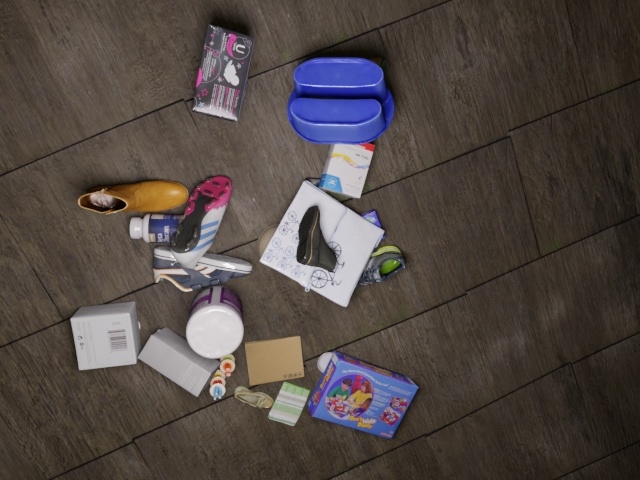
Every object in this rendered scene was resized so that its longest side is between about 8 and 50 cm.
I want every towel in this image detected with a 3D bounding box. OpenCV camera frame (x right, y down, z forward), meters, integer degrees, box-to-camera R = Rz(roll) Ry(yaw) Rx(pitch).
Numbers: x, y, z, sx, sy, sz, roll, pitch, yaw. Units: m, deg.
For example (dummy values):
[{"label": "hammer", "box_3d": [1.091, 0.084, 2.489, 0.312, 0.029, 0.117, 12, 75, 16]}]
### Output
[{"label": "towel", "box_3d": [-0.116, 0.606, 1.855, 0.113, 0.023, 0.151, 23, 95, -16]}]

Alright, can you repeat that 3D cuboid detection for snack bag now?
[{"label": "snack bag", "box_3d": [0.016, 0.017, 1.647, 0.343, 0.037, 0.322, 32, 72, -13]}]

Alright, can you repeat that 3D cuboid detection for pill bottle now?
[{"label": "pill bottle", "box_3d": [-0.332, 0.242, 1.590, 0.170, 0.301, 0.169, -2, 102, -9]}, {"label": "pill bottle", "box_3d": [-0.517, -0.038, 1.604, 0.170, 0.094, 0.094, 1, 102, -8]}]

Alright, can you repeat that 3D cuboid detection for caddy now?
[{"label": "caddy", "box_3d": [0.059, -0.429, 1.565, 0.342, 0.179, 0.241, 4, 80, 8]}]

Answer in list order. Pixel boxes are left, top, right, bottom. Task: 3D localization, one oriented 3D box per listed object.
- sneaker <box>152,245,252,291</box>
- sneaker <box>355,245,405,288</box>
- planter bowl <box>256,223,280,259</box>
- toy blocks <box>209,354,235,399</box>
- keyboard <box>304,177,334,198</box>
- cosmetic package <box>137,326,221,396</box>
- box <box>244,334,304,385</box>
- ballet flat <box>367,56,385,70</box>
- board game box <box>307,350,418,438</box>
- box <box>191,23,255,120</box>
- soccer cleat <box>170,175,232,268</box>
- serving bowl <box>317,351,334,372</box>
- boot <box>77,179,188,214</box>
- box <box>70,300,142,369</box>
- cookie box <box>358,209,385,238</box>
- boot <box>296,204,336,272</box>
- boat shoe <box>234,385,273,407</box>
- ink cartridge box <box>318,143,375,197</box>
[{"label": "sneaker", "box_3d": [-0.389, 0.104, 1.645, 0.322, 0.126, 0.127, 9, 96, -1]}, {"label": "sneaker", "box_3d": [0.161, 0.110, 1.745, 0.300, 0.121, 0.111, -27, 105, -4]}, {"label": "planter bowl", "box_3d": [-0.132, 0.030, 1.682, 0.162, 0.109, 0.161, -2, 102, -9]}, {"label": "toy blocks", "box_3d": [-0.337, 0.472, 1.718, 0.054, 0.148, 0.123, 29, 96, -15]}, {"label": "keyboard", "box_3d": [-0.008, -0.123, 1.718, 0.108, 0.023, 0.180, 4, 102, -5]}, {"label": "cosmetic package", "box_3d": [-0.466, 0.399, 1.661, 0.238, 0.127, 0.107, 30, 96, 5]}, {"label": "box", "box_3d": [-0.165, 0.433, 1.806, 0.202, 0.021, 0.164, -7, 103, -8]}, {"label": "ballet flat", "box_3d": [0.160, -0.502, 1.654, 0.067, 0.073, 0.206, 15, 97, 15]}, {"label": "board game box", "box_3d": [0.159, 0.577, 1.849, 0.347, 0.078, 0.233, 24, 97, -20]}, {"label": "box", "box_3d": [-0.296, -0.497, 1.513, 0.142, 0.163, 0.247, 12, 100, -16]}, {"label": "soccer cleat", "box_3d": [-0.375, -0.059, 1.583, 0.116, 0.143, 0.331, 15, 55, 11]}, {"label": "serving bowl", "box_3d": [0.028, 0.447, 1.841, 0.084, 0.027, 0.083, -2, 102, -11]}, {"label": "boot", "box_3d": [-0.559, -0.122, 1.519, 0.296, 0.211, 0.104, -2, 103, -10]}, {"label": "box", "box_3d": [-0.695, 0.308, 1.633, 0.182, 0.119, 0.180, -5, 103, -9]}, {"label": "cookie box", "box_3d": [0.164, -0.041, 1.755, 0.092, 0.040, 0.107, -23, 104, -5]}, {"label": "boot", "box_3d": [0.000, 0.000, 1.599, 0.137, 0.077, 0.197, 23, 69, -32]}, {"label": "boat shoe", "box_3d": [-0.241, 0.575, 1.808, 0.153, 0.048, 0.056, 29, 95, -15]}, {"label": "ink cartridge box", "box_3d": [0.092, -0.268, 1.664, 0.134, 0.078, 0.230, 15, 91, -13]}]
